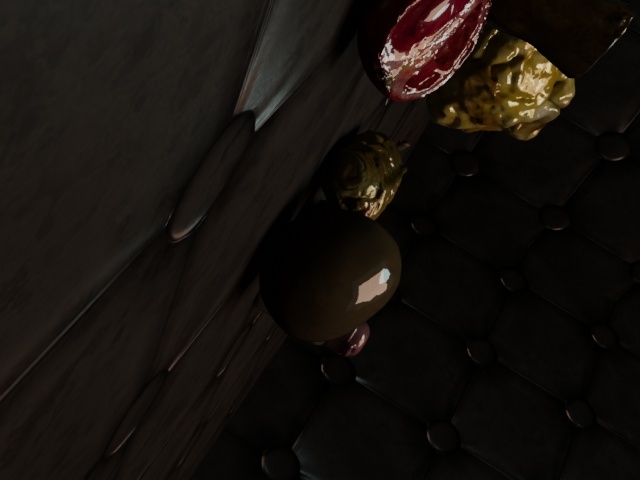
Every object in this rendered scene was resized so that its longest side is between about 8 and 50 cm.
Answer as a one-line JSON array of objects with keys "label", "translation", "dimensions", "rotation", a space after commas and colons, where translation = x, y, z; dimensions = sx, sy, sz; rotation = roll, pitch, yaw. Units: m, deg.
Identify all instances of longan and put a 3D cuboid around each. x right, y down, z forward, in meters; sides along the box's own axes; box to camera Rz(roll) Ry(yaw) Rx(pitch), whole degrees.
[{"label": "longan", "translation": [0.016, 0.057, 1.422], "dimensions": [0.246, 0.246, 0.215], "rotation": [109, -22, -71]}]

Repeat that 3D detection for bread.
[{"label": "bread", "translation": [0.080, -0.115, 1.569], "dimensions": [0.267, 0.130, 0.152], "rotation": [-46, 124, -69]}]

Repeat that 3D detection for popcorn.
[{"label": "popcorn", "translation": [0.397, -0.413, 1.907], "dimensions": [0.354, 0.344, 0.390], "rotation": [-123, -152, -51]}]

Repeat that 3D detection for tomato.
[{"label": "tomato", "translation": [0.112, -0.266, 1.014], "dimensions": [0.173, 0.099, 0.189], "rotation": [-40, 156, -4]}]

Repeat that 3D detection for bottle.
[{"label": "bottle", "translation": [-0.010, 0.148, 1.721], "dimensions": [0.110, 0.233, 0.110], "rotation": [-58, 176, -6]}]

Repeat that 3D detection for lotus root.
[{"label": "lotus root", "translation": [0.246, -0.342, 1.114], "dimensions": [0.149, 0.260, 0.267], "rotation": [-59, -171, 31]}]

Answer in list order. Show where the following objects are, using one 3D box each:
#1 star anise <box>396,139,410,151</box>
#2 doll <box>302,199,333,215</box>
[{"label": "star anise", "translation": [0.091, -0.104, 1.950], "dimensions": [0.292, 0.109, 0.349], "rotation": [-64, -173, -12]}, {"label": "doll", "translation": [-0.005, 0.020, 1.656], "dimensions": [0.258, 0.153, 0.194], "rotation": [-144, -113, -78]}]
